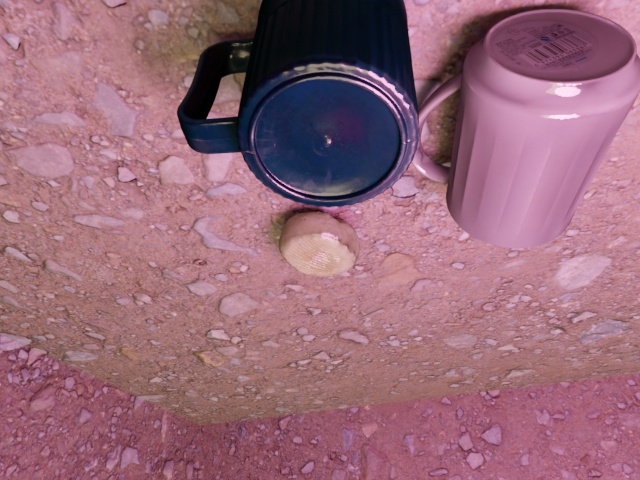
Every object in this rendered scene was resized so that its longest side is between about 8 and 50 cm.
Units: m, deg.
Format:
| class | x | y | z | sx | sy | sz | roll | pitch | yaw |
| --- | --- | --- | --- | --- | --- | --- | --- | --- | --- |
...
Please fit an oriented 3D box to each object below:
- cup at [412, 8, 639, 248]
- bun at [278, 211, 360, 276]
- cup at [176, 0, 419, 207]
| class | x | y | z | sx | sy | sz | roll | pitch | yaw |
| --- | --- | --- | --- | --- | --- | --- | --- | --- | --- |
| cup | 0.307 | -0.186 | 0.738 | 0.322 | 0.237 | 0.327 | 18 | 148 | 22 |
| bun | 0.000 | 0.000 | 1.046 | 0.195 | 0.118 | 0.195 | 6 | 142 | 4 |
| cup | -0.014 | -0.230 | 0.608 | 0.307 | 0.292 | 0.242 | 17 | 139 | -18 |
